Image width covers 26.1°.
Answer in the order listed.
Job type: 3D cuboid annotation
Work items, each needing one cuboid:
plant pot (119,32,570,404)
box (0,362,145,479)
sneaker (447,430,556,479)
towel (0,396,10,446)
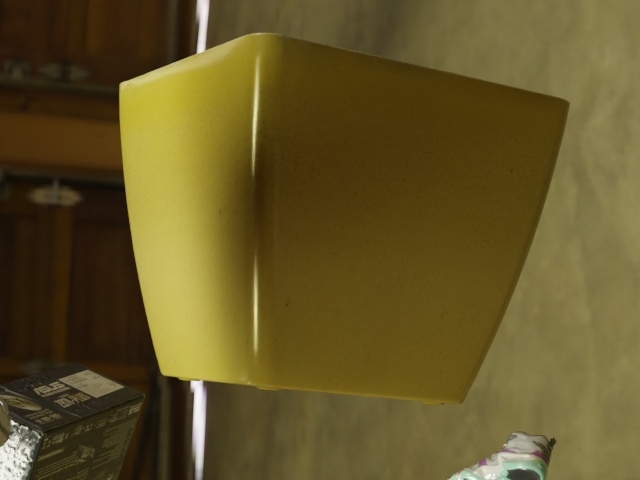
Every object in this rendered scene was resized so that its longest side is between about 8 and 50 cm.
[{"bbox_3d":[0.000,0.000,0.845,0.212,0.212,0.187,-3,80,61],"label":"plant pot"},{"bbox_3d":[-0.241,0.196,1.171,0.180,0.077,0.147,-13,-57,-70],"label":"box"},{"bbox_3d":[0.155,0.185,1.147,0.098,0.038,0.069,-19,21,38],"label":"sneaker"},{"bbox_3d":[-0.280,0.057,0.461,0.235,0.283,0.121,61,-166,-19],"label":"towel"}]
